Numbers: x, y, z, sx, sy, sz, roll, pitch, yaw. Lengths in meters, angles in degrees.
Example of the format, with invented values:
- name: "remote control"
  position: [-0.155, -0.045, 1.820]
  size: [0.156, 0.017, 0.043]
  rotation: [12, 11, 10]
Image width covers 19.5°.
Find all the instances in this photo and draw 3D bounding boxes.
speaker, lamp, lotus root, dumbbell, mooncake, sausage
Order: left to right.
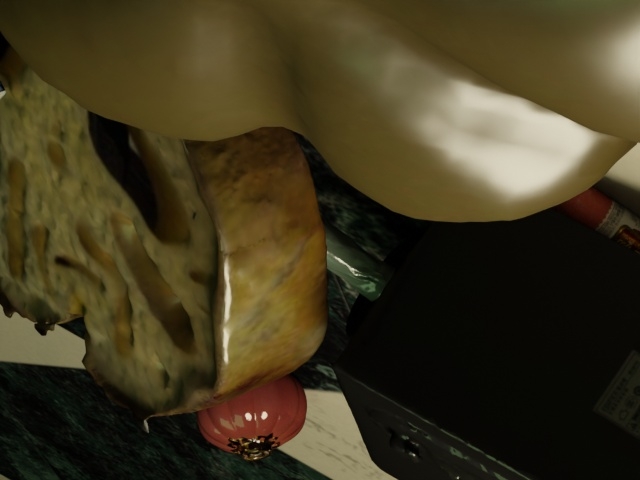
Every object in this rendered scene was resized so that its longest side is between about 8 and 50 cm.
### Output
- name: "lotus root"
  position: [-0.147, -0.070, 1.254]
  size: [0.390, 0.111, 0.375]
  rotation: [42, 144, 29]
- name: "lamp"
  position: [-0.066, 0.160, 1.766]
  size: [0.107, 0.092, 0.107]
  rotation: [-7, 155, -3]
- name: "dumbbell"
  position: [0.000, 0.000, 1.367]
  size: [0.191, 0.100, 0.100]
  rotation: [36, 155, -14]
- name: "mooncake"
  position: [0.014, -0.207, 0.752]
  size: [0.467, 0.262, 0.467]
  rotation: [22, 155, 11]
- name: "speaker"
  position: [0.166, 0.116, 1.250]
  size: [0.254, 0.184, 0.232]
  rotation: [29, 165, 18]
- name: "sausage"
  position: [0.226, 0.015, 1.223]
  size: [0.253, 0.034, 0.034]
  rotation: [34, 156, -8]

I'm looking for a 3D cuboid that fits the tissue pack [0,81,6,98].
- name: "tissue pack"
  position: [-0.275, -0.121, 1.232]
  size: [0.111, 0.079, 0.085]
  rotation: [62, 146, 4]
